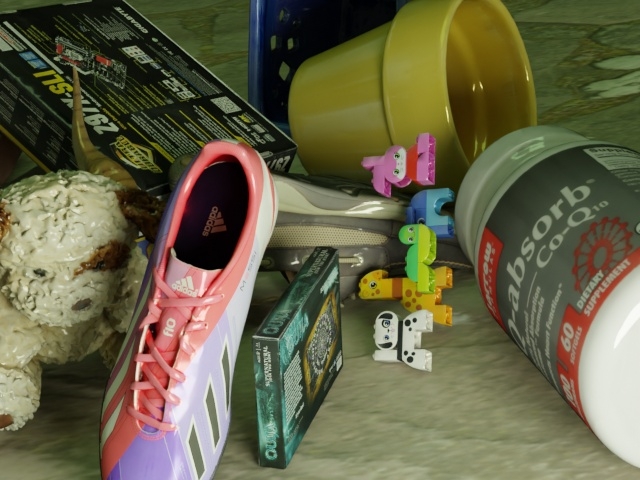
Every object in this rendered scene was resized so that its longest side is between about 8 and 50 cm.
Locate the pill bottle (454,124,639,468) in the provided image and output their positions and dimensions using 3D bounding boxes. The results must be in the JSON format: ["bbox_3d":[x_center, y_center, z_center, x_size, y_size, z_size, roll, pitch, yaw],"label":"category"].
[{"bbox_3d":[0.259,0.033,1.292,0.210,0.210,0.363,-9,23,-13],"label":"pill bottle"}]

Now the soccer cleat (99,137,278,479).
[{"bbox_3d":[-0.110,0.070,1.151,0.108,0.318,0.116,14,-12,6],"label":"soccer cleat"}]

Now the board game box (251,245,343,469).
[{"bbox_3d":[-0.017,0.098,1.280,0.026,0.126,0.186,4,24,16],"label":"board game box"}]

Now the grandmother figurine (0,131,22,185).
[{"bbox_3d":[-0.369,-0.142,1.663,0.208,0.104,0.342,37,29,-15],"label":"grandmother figurine"}]

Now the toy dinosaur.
[{"bbox_3d":[-0.219,-0.060,1.431,0.112,0.064,0.211,-43,56,1],"label":"toy dinosaur"}]

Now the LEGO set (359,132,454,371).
[{"bbox_3d":[0.075,0.020,1.426,0.093,0.227,0.087,-4,-14,24],"label":"LEGO set"}]

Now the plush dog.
[{"bbox_3d":[-0.228,0.023,1.286,0.262,0.225,0.211,-11,59,-22],"label":"plush dog"}]

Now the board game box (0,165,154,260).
[{"bbox_3d":[-0.255,-0.014,1.629,0.233,0.078,0.347,7,25,22],"label":"board game box"}]

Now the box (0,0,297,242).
[{"bbox_3d":[-0.221,-0.145,1.606,0.322,0.079,0.257,40,36,22],"label":"box"}]

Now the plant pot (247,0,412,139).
[{"bbox_3d":[0.051,-0.267,1.996,0.236,0.236,0.212,9,20,25],"label":"plant pot"}]

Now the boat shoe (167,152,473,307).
[{"bbox_3d":[0.000,0.000,1.511,0.355,0.130,0.132,10,9,-23],"label":"boat shoe"}]

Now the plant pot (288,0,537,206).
[{"bbox_3d":[0.101,-0.160,1.741,0.239,0.254,0.254,-6,19,32],"label":"plant pot"}]
